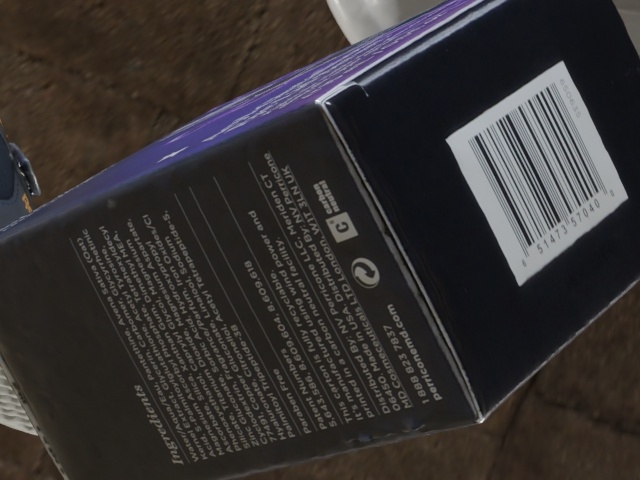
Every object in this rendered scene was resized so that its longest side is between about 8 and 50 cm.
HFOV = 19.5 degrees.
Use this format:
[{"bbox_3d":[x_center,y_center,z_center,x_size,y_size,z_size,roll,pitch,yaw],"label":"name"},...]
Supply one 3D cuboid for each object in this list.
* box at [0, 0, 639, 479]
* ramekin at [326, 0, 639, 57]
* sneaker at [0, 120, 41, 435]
[{"bbox_3d":[0.000,0.000,0.643,0.207,0.153,0.108,-19,101,44],"label":"box"},{"bbox_3d":[0.110,-0.130,0.870,0.207,0.109,0.207,28,154,15],"label":"ramekin"},{"bbox_3d":[-0.208,0.000,1.097,0.126,0.127,0.321,-8,143,30],"label":"sneaker"}]
